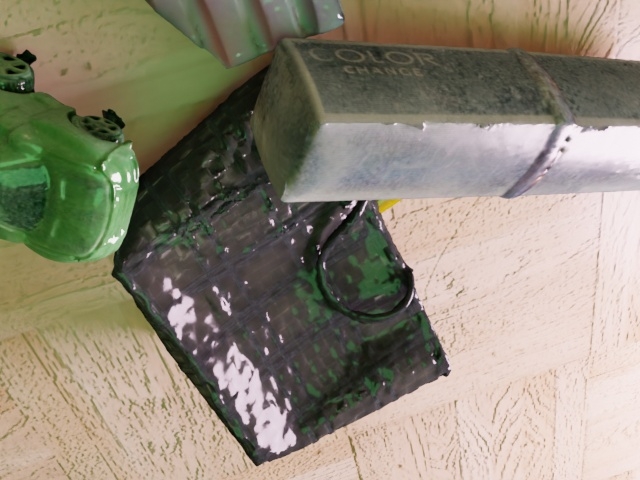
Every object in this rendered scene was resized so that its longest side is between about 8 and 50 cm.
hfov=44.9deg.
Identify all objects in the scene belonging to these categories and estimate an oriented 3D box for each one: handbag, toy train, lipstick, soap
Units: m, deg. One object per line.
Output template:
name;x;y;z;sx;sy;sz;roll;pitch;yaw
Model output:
handbag;-0.025;0.029;0.527;0.175;0.089;0.270;-30;116;-3
toy train;-0.176;-0.043;0.424;0.149;0.081;0.099;30;119;12
lipstick;0.100;-0.073;0.478;0.289;0.078;0.076;-3;145;-28
soap;-0.056;-0.166;0.394;0.100;0.056;0.149;-23;132;-2

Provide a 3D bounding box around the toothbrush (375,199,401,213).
toothbrush;0.000;0.000;0.568;0.288;0.024;0.021;-34;122;10
